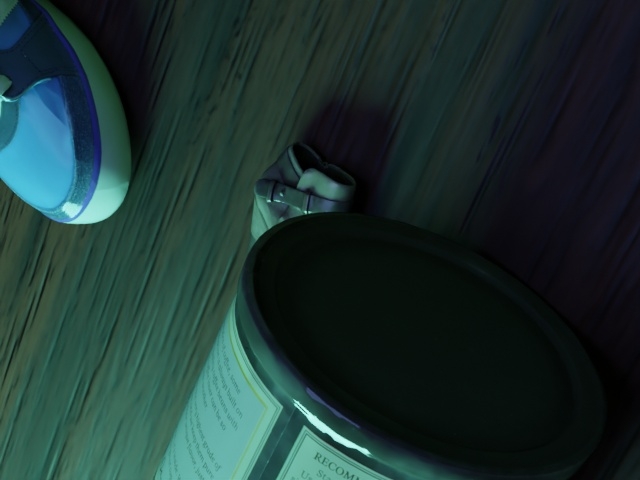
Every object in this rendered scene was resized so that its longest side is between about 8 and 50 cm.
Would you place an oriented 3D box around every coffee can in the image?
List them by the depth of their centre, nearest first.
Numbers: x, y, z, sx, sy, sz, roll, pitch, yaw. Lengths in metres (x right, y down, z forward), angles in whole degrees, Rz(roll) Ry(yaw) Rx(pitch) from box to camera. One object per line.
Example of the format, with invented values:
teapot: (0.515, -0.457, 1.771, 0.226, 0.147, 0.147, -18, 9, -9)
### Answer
coffee can: (0.004, 0.152, 0.816, 0.201, 0.202, 0.275, 43, 124, 26)

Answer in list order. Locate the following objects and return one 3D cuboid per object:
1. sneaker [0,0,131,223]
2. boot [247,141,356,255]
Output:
sneaker: (-0.296, -0.130, 0.990, 0.130, 0.236, 0.322, -46, 69, 38)
boot: (0.000, 0.000, 0.895, 0.118, 0.042, 0.087, 41, 120, 26)
